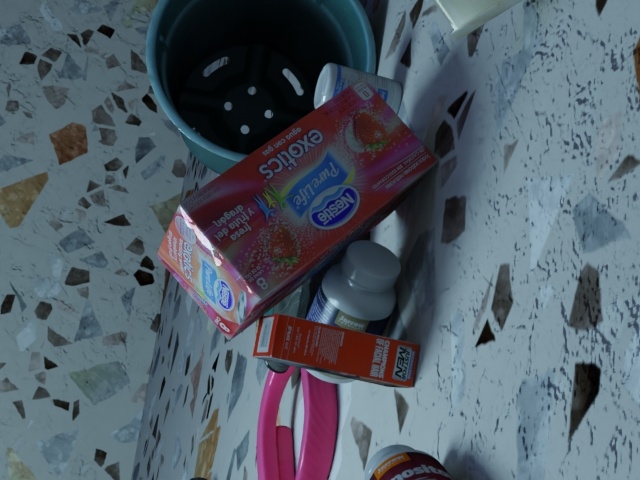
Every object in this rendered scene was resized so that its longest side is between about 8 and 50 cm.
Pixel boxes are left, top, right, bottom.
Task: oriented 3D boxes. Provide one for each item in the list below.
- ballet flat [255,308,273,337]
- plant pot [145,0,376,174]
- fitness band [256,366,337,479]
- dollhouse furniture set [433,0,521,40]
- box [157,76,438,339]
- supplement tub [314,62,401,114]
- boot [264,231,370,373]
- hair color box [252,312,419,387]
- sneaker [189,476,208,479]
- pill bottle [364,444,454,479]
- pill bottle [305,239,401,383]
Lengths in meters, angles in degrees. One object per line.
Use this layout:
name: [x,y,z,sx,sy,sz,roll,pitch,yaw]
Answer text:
ballet flat: [-0.075,0.092,1.890,0.067,0.073,0.206,99,-179,-65]
plant pot: [-0.105,-0.252,1.842,0.334,0.341,0.341,126,154,-79]
fitness band: [-0.036,0.257,1.615,0.291,0.054,0.209,-100,26,-54]
dollhouse furniture set: [0.223,-0.399,1.169,0.286,0.198,0.303,-27,16,45]
box: [-0.028,-0.038,1.347,0.300,0.142,0.154,-38,-7,-29]
supplement tub: [0.051,-0.199,1.568,0.071,0.107,0.071,-168,90,-76]
boot: [-0.019,0.056,1.575,0.161,0.083,0.246,-26,46,59]
hair color box: [0.016,0.126,1.287,0.093,0.167,0.053,158,123,-73]
sneaker: [-0.242,0.497,2.112,0.283,0.107,0.124,144,143,-69]
pill bottle: [0.089,0.247,1.062,0.152,0.086,0.086,-138,62,-74]
pill bottle: [0.037,0.086,1.394,0.094,0.094,0.169,-96,23,-53]
